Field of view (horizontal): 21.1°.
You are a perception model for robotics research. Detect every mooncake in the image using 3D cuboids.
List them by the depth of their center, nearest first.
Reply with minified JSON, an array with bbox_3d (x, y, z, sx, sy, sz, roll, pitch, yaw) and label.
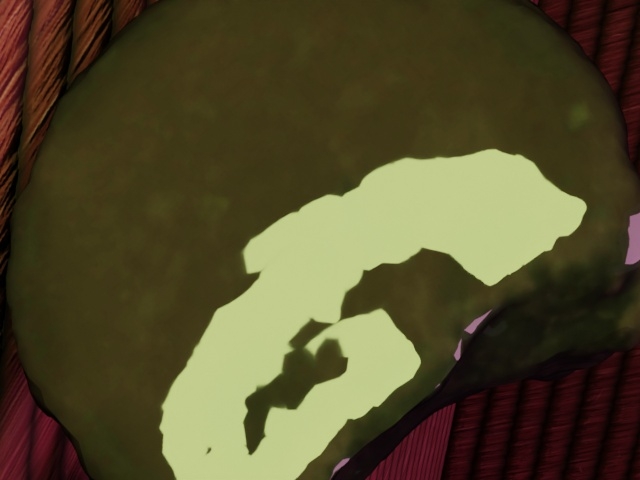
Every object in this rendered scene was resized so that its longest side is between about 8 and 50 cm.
[{"bbox_3d":[0.000,0.000,1.060,0.212,0.381,0.350,74,-6,-74],"label":"mooncake"}]
